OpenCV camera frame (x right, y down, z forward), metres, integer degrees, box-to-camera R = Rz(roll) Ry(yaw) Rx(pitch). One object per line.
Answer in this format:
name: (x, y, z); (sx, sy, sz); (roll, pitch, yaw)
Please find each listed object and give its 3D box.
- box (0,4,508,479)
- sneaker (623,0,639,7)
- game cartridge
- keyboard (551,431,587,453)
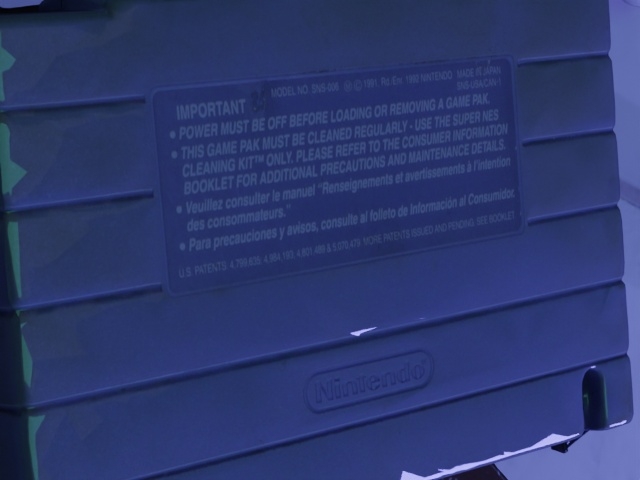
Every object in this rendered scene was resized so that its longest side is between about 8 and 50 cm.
box: (-0.082, 0.066, 0.924); (0.381, 0.191, 0.143); (50, 60, -29)
sneaker: (0.225, -0.270, 1.266); (0.095, 0.090, 0.235); (26, 78, -52)
game cartridge: (0.000, 0.000, 0.833); (0.355, 0.068, 0.230); (-9, 93, -41)
keyboard: (0.143, 0.046, 1.232); (0.108, 0.023, 0.180); (-31, 110, -43)
